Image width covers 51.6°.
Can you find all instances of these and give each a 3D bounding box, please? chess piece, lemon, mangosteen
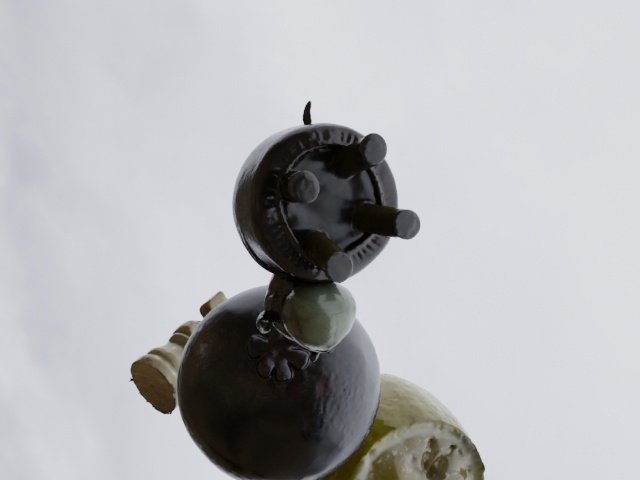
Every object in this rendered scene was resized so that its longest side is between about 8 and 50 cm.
[{"bbox_3d":[-0.270,0.236,1.467,0.137,0.301,0.137,19,-52,27],"label":"chess piece"},{"bbox_3d":[0.092,0.409,1.228,0.364,0.364,0.365,8,-79,47],"label":"lemon"},{"bbox_3d":[-0.050,0.208,0.974,0.296,0.313,0.297,-5,-104,20],"label":"mangosteen"}]

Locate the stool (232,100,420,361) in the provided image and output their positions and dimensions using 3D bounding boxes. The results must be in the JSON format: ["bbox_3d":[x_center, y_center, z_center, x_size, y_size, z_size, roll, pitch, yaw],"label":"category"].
[{"bbox_3d":[0.000,0.000,0.522,0.121,0.125,0.217,21,-72,62],"label":"stool"}]
